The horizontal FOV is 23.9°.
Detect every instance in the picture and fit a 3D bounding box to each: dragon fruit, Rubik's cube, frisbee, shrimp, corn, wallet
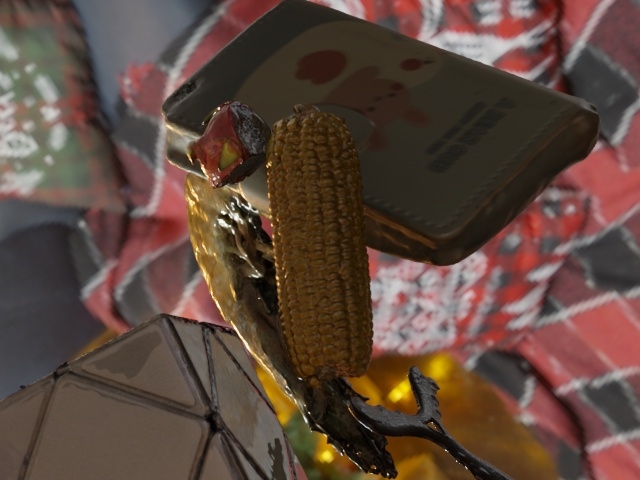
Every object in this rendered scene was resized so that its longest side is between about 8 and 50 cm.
[{"bbox_3d":[-0.077,-0.081,1.264,0.056,0.083,0.060,-33,87,26],"label":"dragon fruit"},{"bbox_3d":[-0.143,0.200,1.284,0.207,0.205,0.205,64,-171,12],"label":"Rubik's cube"},{"bbox_3d":[0.111,0.180,1.550,0.211,0.187,0.012,27,112,-19],"label":"frisbee"},{"bbox_3d":[-0.025,0.073,1.720,0.445,0.085,0.272,59,151,15],"label":"shrimp"},{"bbox_3d":[0.000,0.000,1.197,0.080,0.080,0.238,136,132,-58],"label":"corn"},{"bbox_3d":[0.042,-0.098,1.369,0.360,0.252,0.083,25,143,33],"label":"wallet"}]
